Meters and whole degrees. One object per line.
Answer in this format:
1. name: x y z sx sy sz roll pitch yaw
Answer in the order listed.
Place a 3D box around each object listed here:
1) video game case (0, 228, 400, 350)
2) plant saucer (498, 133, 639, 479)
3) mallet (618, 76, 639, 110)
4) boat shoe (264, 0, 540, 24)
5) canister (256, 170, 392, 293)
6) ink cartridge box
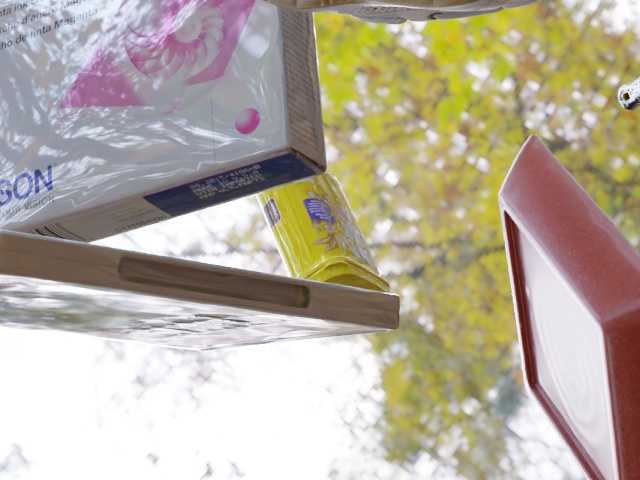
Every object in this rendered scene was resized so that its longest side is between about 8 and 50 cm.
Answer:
1. video game case: -0.123 0.036 0.964 0.285 0.204 0.025 11 -104 -40
2. plant saucer: 0.204 0.086 1.235 0.048 0.259 0.258 -17 -57 -7
3. mallet: 0.220 -0.094 0.971 0.039 0.062 0.189 -20 -9 -9
4. boat shoe: 0.044 -0.190 1.101 0.096 0.277 0.098 11 -83 -44
5. canister: 0.000 0.000 1.689 0.073 0.170 0.126 -35 -34 18
6. ink cartridge box: -0.160 -0.168 1.318 0.324 0.330 0.071 -16 -25 24
